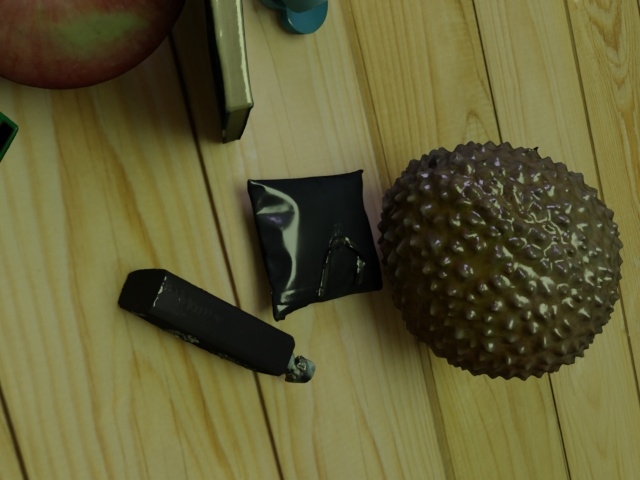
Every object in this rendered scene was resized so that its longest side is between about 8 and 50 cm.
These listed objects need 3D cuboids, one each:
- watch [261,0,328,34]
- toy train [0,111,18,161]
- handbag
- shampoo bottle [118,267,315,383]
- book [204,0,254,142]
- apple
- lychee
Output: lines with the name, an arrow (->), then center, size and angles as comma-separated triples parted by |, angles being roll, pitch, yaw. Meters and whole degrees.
watch -> -0.009, -0.431, 1.210 | 0.211, 0.193, 0.211 | 1, 88, -42
toy train -> -0.422, -0.098, 0.882 | 0.136, 0.091, 0.228 | 40, 61, -44
handbag -> 0.000, 0.000, 1.257 | 0.254, 0.088, 0.211 | -10, 91, -46
shampoo bottle -> -0.124, 0.128, 1.124 | 0.309, 0.098, 0.071 | 32, 67, -36
book -> -0.121, -0.280, 0.980 | 0.039, 0.428, 0.300 | -6, 93, -7
apple -> -0.294, -0.340, 0.872 | 0.344, 0.269, 0.345 | -7, 118, -14
lychee -> 0.279, 0.032, 1.306 | 0.432, 0.380, 0.380 | 44, 59, -34
